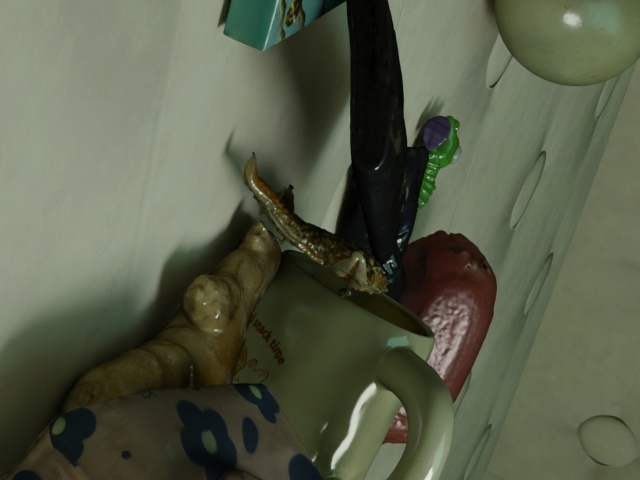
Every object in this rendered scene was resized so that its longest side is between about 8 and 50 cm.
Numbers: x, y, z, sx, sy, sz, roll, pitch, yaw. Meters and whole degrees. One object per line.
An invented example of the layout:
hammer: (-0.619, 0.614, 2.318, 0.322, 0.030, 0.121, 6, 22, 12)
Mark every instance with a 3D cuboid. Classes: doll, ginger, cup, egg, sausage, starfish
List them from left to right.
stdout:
ginger: (-0.103, 0.086, 1.290, 0.334, 0.081, 0.148, -54, 141, -45)
starfish: (-0.003, 0.001, 1.372, 0.050, 0.138, 0.247, -48, 172, -2)
cup: (0.019, 0.154, 1.438, 0.202, 0.255, 0.173, -61, 157, 7)
doll: (0.113, -0.064, 1.846, 0.190, 0.050, 0.115, -60, 157, -15)
sausage: (0.121, 0.122, 1.975, 0.280, 0.152, 0.152, -66, 165, 6)
egg: (0.298, -0.277, 1.876, 0.253, 0.188, 0.189, -1, 115, -62)

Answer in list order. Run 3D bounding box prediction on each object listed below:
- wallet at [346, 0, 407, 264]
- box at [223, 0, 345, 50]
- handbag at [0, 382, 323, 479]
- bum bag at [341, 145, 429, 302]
wallet: (0.053, -0.095, 1.346, 0.321, 0.044, 0.171, 66, 22, -75)
box: (0.009, -0.249, 1.200, 0.229, 0.041, 0.162, -42, 153, -57)
handbag: (-0.099, 0.221, 1.118, 0.190, 0.193, 0.251, -43, 157, 24)
bum bag: (0.059, 0.018, 1.744, 0.137, 0.074, 0.310, -35, 147, -45)
